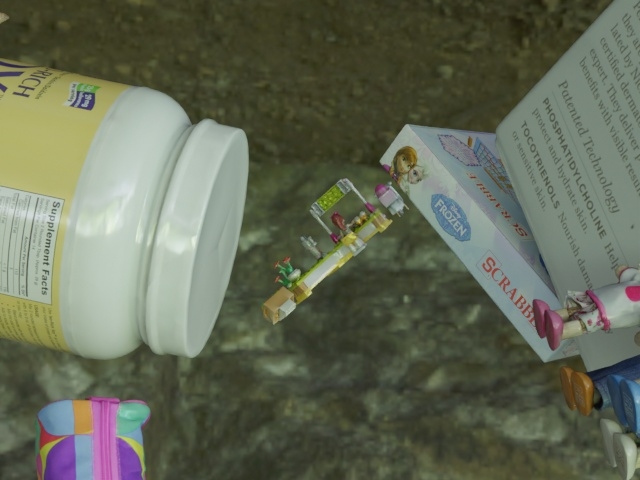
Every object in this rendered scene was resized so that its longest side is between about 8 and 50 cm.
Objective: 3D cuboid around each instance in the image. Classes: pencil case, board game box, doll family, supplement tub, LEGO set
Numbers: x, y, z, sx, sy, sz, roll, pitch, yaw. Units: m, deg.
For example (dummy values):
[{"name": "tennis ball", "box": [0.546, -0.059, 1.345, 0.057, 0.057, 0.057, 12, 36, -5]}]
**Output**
[{"name": "pencil case", "box": [-0.171, 0.235, 0.748, 0.104, 0.236, 0.104, -9, 147, -6]}, {"name": "board game box", "box": [0.272, -0.007, 1.195, 0.318, 0.319, 0.066, -1, 136, -47]}, {"name": "doll family", "box": [0.269, 0.101, 0.704, 0.163, 0.119, 0.263, -13, -165, -2]}, {"name": "supplement tub", "box": [-0.248, -0.031, 0.854, 0.331, 0.241, 0.241, 12, 177, 4]}, {"name": "LEGO set", "box": [0.000, 0.000, 1.538, 0.287, 0.107, 0.132, -41, 180, 2]}]

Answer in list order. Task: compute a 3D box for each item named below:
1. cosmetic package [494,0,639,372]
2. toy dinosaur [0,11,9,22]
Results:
[{"name": "cosmetic package", "box": [0.445, -0.082, 0.942, 0.329, 0.328, 0.394, 0, 150, -28]}, {"name": "toy dinosaur", "box": [-0.314, -0.211, 0.622, 0.295, 0.200, 0.127, 10, -142, 43]}]
